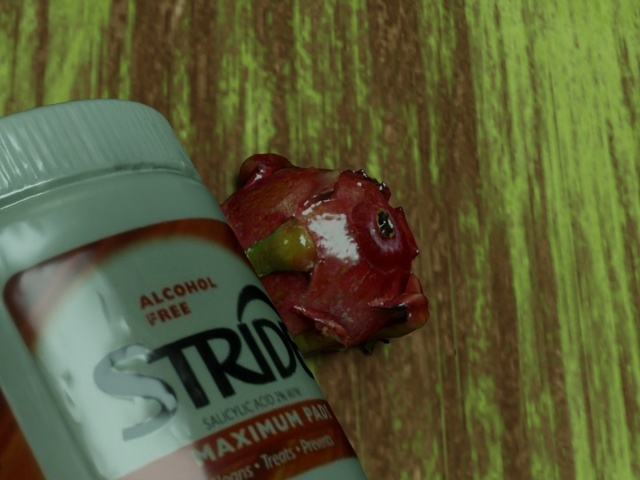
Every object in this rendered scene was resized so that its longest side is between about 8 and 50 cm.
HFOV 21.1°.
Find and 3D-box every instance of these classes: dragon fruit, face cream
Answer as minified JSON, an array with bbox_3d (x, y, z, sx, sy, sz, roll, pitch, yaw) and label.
[{"bbox_3d":[0.004,0.000,0.875,0.126,0.068,0.112,42,46,-6],"label":"dragon fruit"},{"bbox_3d":[-0.105,0.074,0.666,0.201,0.201,0.187,-19,74,-40],"label":"face cream"}]
